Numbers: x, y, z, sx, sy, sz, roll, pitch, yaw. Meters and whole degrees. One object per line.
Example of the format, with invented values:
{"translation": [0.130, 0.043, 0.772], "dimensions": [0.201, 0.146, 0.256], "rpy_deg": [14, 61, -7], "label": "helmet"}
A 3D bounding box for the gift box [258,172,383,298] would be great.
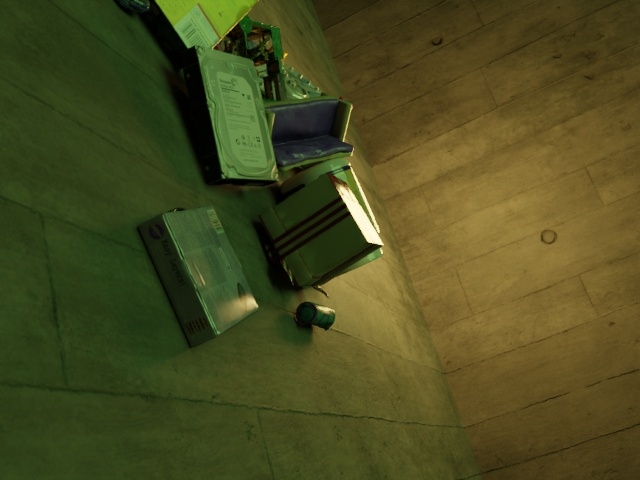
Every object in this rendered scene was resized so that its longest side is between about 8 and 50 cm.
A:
{"translation": [0.000, 0.000, 1.893], "dimensions": [0.277, 0.258, 0.255], "rpy_deg": [62, 14, 15], "label": "gift box"}

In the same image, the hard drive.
{"translation": [-0.224, -0.309, 1.766], "dimensions": [0.236, 0.064, 0.339], "rpy_deg": [-3, 79, -57], "label": "hard drive"}

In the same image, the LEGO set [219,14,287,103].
{"translation": [-0.240, -0.510, 2.088], "dimensions": [0.255, 0.192, 0.332], "rpy_deg": [-26, 107, -56], "label": "LEGO set"}

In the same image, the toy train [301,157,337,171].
{"translation": [-0.045, -0.336, 2.418], "dimensions": [0.334, 0.142, 0.190], "rpy_deg": [47, 30, -18], "label": "toy train"}

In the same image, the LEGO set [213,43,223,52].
{"translation": [-0.293, -0.441, 1.881], "dimensions": [0.093, 0.086, 0.227], "rpy_deg": [60, 11, -73], "label": "LEGO set"}

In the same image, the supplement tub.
{"translation": [0.039, -0.067, 2.162], "dimensions": [0.332, 0.240, 0.241], "rpy_deg": [67, 15, 0], "label": "supplement tub"}

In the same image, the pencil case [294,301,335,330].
{"translation": [-0.013, 0.207, 1.908], "dimensions": [0.151, 0.070, 0.065], "rpy_deg": [30, 36, -65], "label": "pencil case"}

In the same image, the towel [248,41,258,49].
{"translation": [-0.206, -0.590, 2.501], "dimensions": [0.285, 0.034, 0.209], "rpy_deg": [67, 18, 10], "label": "towel"}

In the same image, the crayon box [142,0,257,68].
{"translation": [-0.310, -0.626, 1.820], "dimensions": [0.319, 0.081, 0.202], "rpy_deg": [-55, 128, -31], "label": "crayon box"}

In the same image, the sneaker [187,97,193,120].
{"translation": [-0.303, -0.325, 1.770], "dimensions": [0.067, 0.042, 0.119], "rpy_deg": [49, 20, -38], "label": "sneaker"}

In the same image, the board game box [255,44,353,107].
{"translation": [-0.081, -0.524, 2.391], "dimensions": [0.390, 0.050, 0.390], "rpy_deg": [38, 26, -2], "label": "board game box"}

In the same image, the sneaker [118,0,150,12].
{"translation": [-0.460, -0.622, 1.595], "dimensions": [0.221, 0.087, 0.083], "rpy_deg": [53, 21, -39], "label": "sneaker"}

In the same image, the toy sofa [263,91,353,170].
{"translation": [-0.051, -0.325, 2.027], "dimensions": [0.177, 0.150, 0.362], "rpy_deg": [30, 31, 32], "label": "toy sofa"}

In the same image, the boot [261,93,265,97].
{"translation": [-0.212, -0.493, 2.313], "dimensions": [0.099, 0.045, 0.121], "rpy_deg": [57, 11, -39], "label": "boot"}

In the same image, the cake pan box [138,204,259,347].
{"translation": [-0.237, 0.056, 1.393], "dimensions": [0.267, 0.070, 0.246], "rpy_deg": [66, 13, -2], "label": "cake pan box"}
